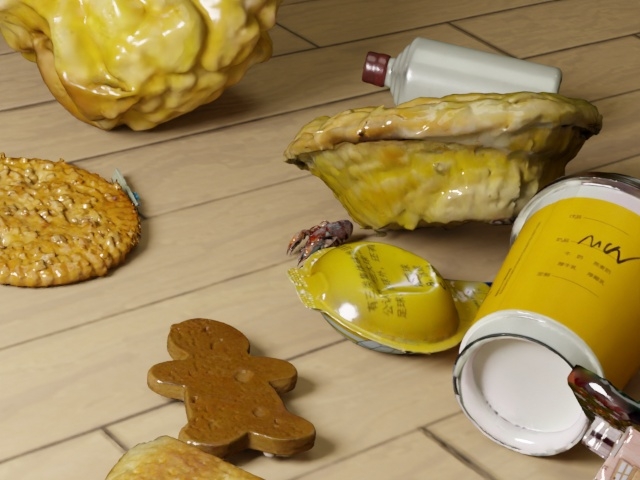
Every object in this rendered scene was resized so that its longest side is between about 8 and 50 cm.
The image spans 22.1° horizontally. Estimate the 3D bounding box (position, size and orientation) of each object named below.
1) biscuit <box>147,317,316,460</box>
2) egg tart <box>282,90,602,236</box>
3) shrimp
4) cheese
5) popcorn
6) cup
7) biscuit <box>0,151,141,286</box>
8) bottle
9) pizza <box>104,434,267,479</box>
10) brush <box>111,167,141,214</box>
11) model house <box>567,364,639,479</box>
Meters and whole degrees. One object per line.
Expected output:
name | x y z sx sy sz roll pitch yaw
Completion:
biscuit | -0.084 0.132 1.457 0.138 0.031 0.205 -2 31 -21
egg tart | 0.130 -0.075 1.717 0.345 0.132 0.345 -3 -1 0
shrimp | -0.004 -0.001 1.725 0.038 0.029 0.092 27 37 28
cheese | 0.095 0.059 1.606 0.270 0.069 0.177 5 32 -27
popcorn | -0.210 -0.283 1.919 0.349 0.381 0.349 -3 67 8
cup | 0.237 0.068 1.527 0.196 0.196 0.279 20 38 18
biscuit | -0.308 -0.027 1.675 0.254 0.035 0.254 7 29 -4
bottle | 0.173 -0.191 2.046 0.245 0.104 0.104 13 29 7
pizza | -0.099 0.263 1.162 0.268 0.087 0.258 23 36 26
brush | -0.209 -0.053 1.771 0.013 0.016 0.083 8 26 -30
model house | 0.289 0.252 1.281 0.294 0.154 0.207 33 -8 23
